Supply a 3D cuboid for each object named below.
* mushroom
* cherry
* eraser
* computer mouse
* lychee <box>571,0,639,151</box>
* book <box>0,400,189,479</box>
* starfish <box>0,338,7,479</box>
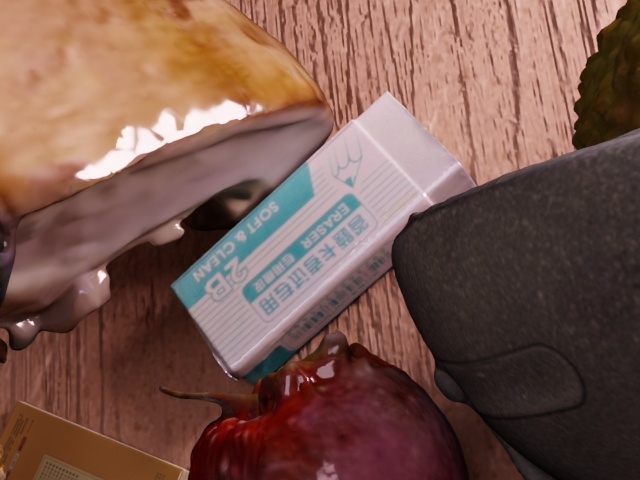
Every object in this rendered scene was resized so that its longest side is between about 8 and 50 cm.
[{"bbox_3d":[-0.213,-0.160,0.894,0.314,0.224,0.397,-31,75,-29],"label":"mushroom"},{"bbox_3d":[0.006,0.188,0.776,0.192,0.175,0.249,-20,63,26],"label":"cherry"},{"bbox_3d":[0.000,0.000,0.927,0.225,0.052,0.095,-42,58,3],"label":"eraser"},{"bbox_3d":[0.138,0.047,0.689,0.114,0.374,0.203,-40,91,-29],"label":"computer mouse"},{"bbox_3d":[0.295,-0.085,0.700,0.320,0.270,0.270,-51,56,23],"label":"lychee"},{"bbox_3d":[-0.192,0.202,0.951,0.172,0.012,0.118,17,77,29],"label":"book"},{"bbox_3d":[-0.257,0.222,0.906,0.303,0.113,0.312,7,87,30],"label":"starfish"}]
